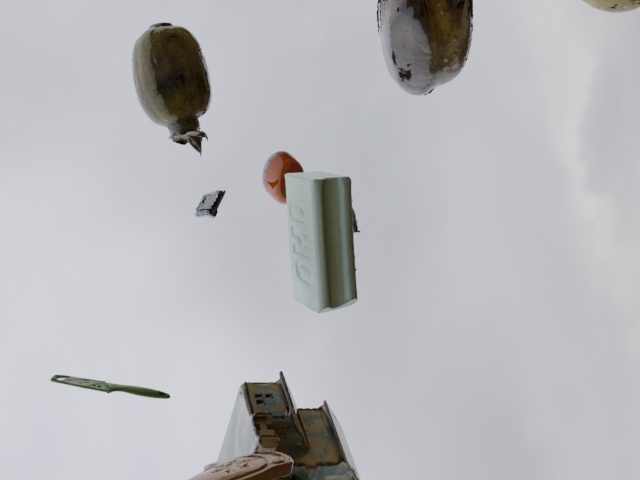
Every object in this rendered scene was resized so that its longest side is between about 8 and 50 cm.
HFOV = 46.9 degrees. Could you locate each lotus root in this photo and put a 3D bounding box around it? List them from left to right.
[{"bbox_3d":[-0.298,-0.305,1.499,0.154,0.154,0.278,-11,-91,-56],"label":"lotus root"},{"bbox_3d":[0.223,-0.435,1.557,0.397,0.196,0.179,72,-173,-70],"label":"lotus root"}]

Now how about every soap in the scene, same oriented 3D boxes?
[{"bbox_3d":[0.000,0.000,1.095,0.067,0.119,0.198,-8,-78,-21],"label":"soap"}]

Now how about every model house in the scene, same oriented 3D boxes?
[{"bbox_3d":[-0.040,0.357,1.178,0.206,0.271,0.178,5,-150,-24],"label":"model house"}]

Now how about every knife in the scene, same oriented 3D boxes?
[{"bbox_3d":[-0.365,0.258,1.289,0.207,0.014,0.030,13,-159,-15],"label":"knife"}]

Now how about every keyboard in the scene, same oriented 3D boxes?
[{"bbox_3d":[-0.279,-0.092,1.837,0.023,0.231,0.072,26,-97,-18],"label":"keyboard"}]

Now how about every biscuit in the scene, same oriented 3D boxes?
[{"bbox_3d":[-0.109,0.285,0.906,0.140,0.118,0.023,-11,-90,-37],"label":"biscuit"}]

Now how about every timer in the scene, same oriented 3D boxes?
[{"bbox_3d":[-0.085,-0.153,1.877,0.099,0.136,0.136,-27,-79,-32],"label":"timer"}]

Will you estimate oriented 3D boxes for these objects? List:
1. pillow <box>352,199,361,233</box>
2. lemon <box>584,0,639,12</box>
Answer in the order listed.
[{"bbox_3d":[0.051,-0.076,1.871,0.093,0.051,0.241,11,-139,-21],"label":"pillow"},{"bbox_3d":[0.637,-0.618,1.584,0.253,0.228,0.228,49,-141,-8],"label":"lemon"}]
